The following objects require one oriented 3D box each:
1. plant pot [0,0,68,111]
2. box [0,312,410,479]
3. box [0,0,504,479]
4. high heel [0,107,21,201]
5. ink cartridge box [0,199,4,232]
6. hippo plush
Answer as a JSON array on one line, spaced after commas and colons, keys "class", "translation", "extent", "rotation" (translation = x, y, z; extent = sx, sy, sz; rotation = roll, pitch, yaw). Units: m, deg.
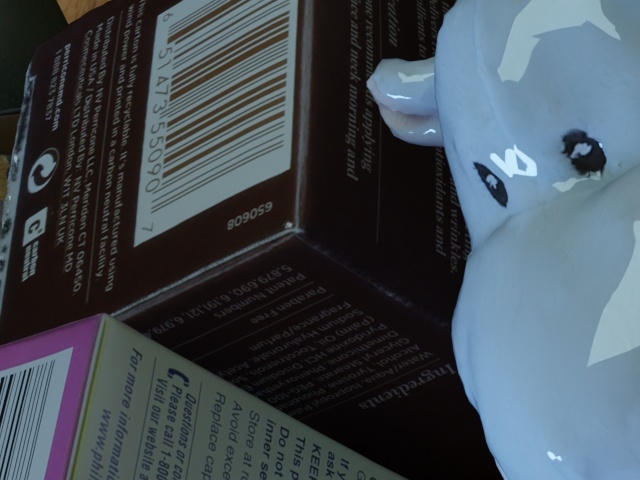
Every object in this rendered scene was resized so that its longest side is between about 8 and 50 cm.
[{"class": "plant pot", "translation": [-0.236, -0.044, 0.958], "extent": [0.293, 0.196, 0.293], "rotation": [-44, 17, 17]}, {"class": "box", "translation": [-0.072, 0.146, 0.641], "extent": [0.213, 0.243, 0.117], "rotation": [-18, 51, 40]}, {"class": "box", "translation": [0.000, 0.000, 0.699], "extent": [0.167, 0.203, 0.168], "rotation": [-26, 47, 34]}, {"class": "high heel", "translation": [-0.064, -0.075, 0.836], "extent": [0.261, 0.186, 0.093], "rotation": [-51, 36, 8]}, {"class": "ink cartridge box", "translation": [-0.213, 0.104, 0.849], "extent": [0.289, 0.211, 0.122], "rotation": [-26, 49, 35]}, {"class": "hippo plush", "translation": [0.158, -0.018, 0.468], "extent": [0.234, 0.236, 0.294], "rotation": [-20, 61, 48]}]
